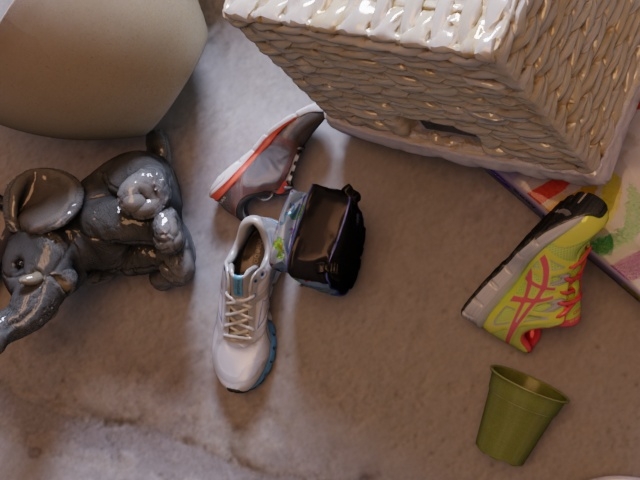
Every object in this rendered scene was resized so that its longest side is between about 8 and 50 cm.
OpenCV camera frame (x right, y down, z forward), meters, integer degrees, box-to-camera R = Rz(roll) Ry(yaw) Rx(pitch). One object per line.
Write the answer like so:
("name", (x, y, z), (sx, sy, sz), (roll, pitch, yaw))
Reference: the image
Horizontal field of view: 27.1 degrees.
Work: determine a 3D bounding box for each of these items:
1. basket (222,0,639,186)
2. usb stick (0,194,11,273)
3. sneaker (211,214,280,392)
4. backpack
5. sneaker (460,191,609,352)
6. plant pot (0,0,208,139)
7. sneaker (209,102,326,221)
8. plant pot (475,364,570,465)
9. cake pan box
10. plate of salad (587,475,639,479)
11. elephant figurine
("basket", (0.141, -0.268, 1.249), (0.328, 0.266, 0.331), (16, 77, 35))
("usb stick", (-0.417, 0.075, 1.475), (0.077, 0.045, 0.278), (29, 86, 18))
("sneaker", (-0.082, 0.062, 1.378), (0.071, 0.083, 0.191), (5, 81, 13))
("backpack", (0.000, 0.000, 1.353), (0.084, 0.114, 0.105), (13, 79, 16))
("sneaker", (0.225, 0.035, 1.277), (0.094, 0.208, 0.081), (43, 48, 7))
("plant pot", (-0.232, -0.214, 1.399), (0.191, 0.284, 0.284), (33, 87, -16))
("sneaker", (-0.044, -0.081, 1.418), (0.158, 0.061, 0.065), (-42, 87, 11))
("plant pot", (0.188, 0.174, 1.296), (0.083, 0.083, 0.079), (25, 97, 17))
("cake pan box", (0.335, -0.096, 1.317), (0.267, 0.070, 0.246), (-45, 75, 0))
("plate of salad", (0.285, 0.323, 1.253), (0.199, 0.048, 0.200), (-2, 70, 6))
("elephant figurine", (-0.261, -0.001, 1.387), (0.239, 0.186, 0.169), (-16, 97, 1))
